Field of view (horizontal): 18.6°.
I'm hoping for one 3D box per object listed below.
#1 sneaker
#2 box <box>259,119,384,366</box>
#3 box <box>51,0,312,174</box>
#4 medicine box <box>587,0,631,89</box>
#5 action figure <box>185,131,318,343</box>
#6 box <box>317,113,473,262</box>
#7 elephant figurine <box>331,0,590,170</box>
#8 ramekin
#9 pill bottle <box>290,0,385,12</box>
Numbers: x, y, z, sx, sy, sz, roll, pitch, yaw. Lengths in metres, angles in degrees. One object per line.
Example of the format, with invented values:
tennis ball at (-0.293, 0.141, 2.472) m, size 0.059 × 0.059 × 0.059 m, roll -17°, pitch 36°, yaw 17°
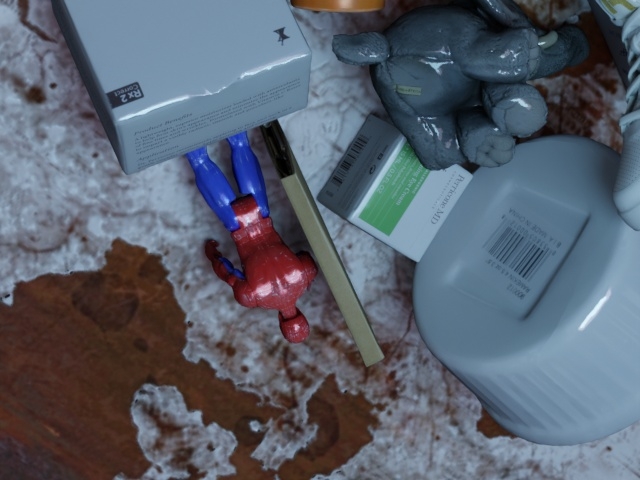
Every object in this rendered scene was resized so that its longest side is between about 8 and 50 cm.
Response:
sneaker at (0.278, -0.160, 1.681) m, size 0.169 × 0.108 × 0.292 m, roll 37°, pitch 59°, yaw -15°
box at (0.000, 0.000, 1.794) m, size 0.021 × 0.164 × 0.201 m, roll -24°, pitch 112°, yaw 0°
box at (-0.124, -0.182, 1.703) m, size 0.181 × 0.119 × 0.182 m, roll -21°, pitch 72°, yaw -10°
medicine box at (0.424, -0.209, 1.876) m, size 0.263 × 0.149 × 0.289 m, roll -29°, pitch 110°, yaw -7°
action figure at (-0.076, -0.032, 1.820) m, size 0.091 × 0.139 × 0.280 m, roll -23°, pitch 86°, yaw -7°
box at (0.069, -0.050, 1.840) m, size 0.087 × 0.102 × 0.101 m, roll 31°, pitch 92°, yaw -22°
elephant figurine at (0.138, -0.178, 1.798) m, size 0.169 × 0.239 × 0.186 m, roll -13°, pitch 120°, yaw 21°
ramekin at (0.216, 0.036, 1.795) m, size 0.277 × 0.277 × 0.135 m, roll -52°, pitch 129°, yaw 1°
pill bottle at (0.019, -0.328, 1.743) m, size 0.130 × 0.130 × 0.245 m, roll -2°, pitch 104°, yaw -15°
